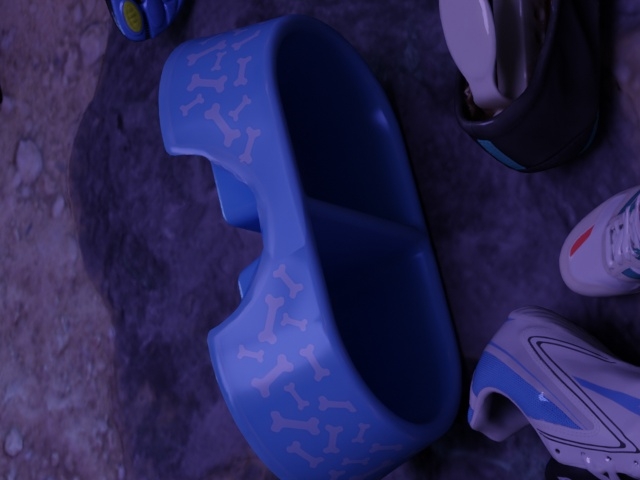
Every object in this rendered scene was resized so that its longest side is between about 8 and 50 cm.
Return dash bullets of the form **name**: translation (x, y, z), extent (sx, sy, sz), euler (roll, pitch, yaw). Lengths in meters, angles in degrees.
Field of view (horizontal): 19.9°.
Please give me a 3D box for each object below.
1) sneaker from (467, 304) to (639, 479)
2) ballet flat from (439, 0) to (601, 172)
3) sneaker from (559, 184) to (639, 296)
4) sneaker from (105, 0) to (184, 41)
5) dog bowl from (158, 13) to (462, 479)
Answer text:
- **sneaker**: translation (0.168, 0.103, 0.927), extent (0.237, 0.085, 0.086), euler (23, 91, 51)
- **ballet flat**: translation (0.110, -0.179, 1.011), extent (0.095, 0.096, 0.280), euler (-10, 78, 46)
- **sneaker**: translation (0.174, -0.012, 0.941), extent (0.161, 0.075, 0.057), euler (-21, 71, 43)
- **sneaker**: translation (-0.142, -0.224, 1.314), extent (0.078, 0.067, 0.188), euler (-52, 51, 56)
- **dog bowl**: translation (0.000, 0.000, 1.069), extent (0.074, 0.166, 0.297), euler (-26, 67, 30)
